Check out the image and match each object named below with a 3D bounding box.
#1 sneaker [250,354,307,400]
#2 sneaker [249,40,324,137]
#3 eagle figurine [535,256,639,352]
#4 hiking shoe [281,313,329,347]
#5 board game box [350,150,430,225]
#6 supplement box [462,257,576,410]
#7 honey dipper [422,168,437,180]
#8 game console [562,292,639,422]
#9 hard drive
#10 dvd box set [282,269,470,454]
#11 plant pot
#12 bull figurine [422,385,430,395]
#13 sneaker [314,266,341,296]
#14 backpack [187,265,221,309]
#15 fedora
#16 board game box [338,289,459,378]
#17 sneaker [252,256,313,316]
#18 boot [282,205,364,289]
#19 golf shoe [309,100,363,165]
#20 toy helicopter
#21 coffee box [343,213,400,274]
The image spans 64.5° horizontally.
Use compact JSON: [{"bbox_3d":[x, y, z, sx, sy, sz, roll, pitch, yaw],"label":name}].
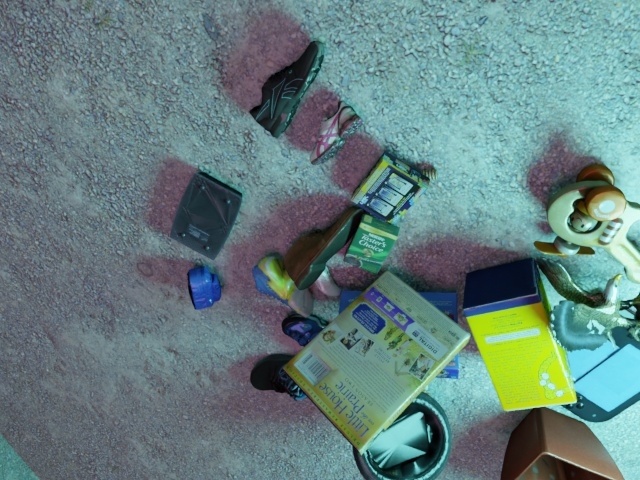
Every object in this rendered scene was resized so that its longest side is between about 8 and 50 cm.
[{"bbox_3d":[-0.106,0.474,1.744,0.340,0.140,0.125,-16,118,23],"label":"sneaker"},{"bbox_3d":[-0.085,-0.378,1.245,0.106,0.101,0.267,34,122,-5],"label":"sneaker"},{"bbox_3d":[0.691,0.168,1.293,0.298,0.226,0.225,6,92,2],"label":"eagle figurine"},{"bbox_3d":[0.006,0.345,1.641,0.304,0.132,0.113,28,123,-4],"label":"hiking shoe"},{"bbox_3d":[0.181,-0.133,1.337,0.141,0.048,0.170,31,135,-8],"label":"board game box"},{"bbox_3d":[0.548,0.261,1.401,0.195,0.194,0.357,-17,111,26],"label":"supplement box"},{"bbox_3d":[0.227,-0.168,1.341,0.160,0.030,0.031,-2,120,19],"label":"honey dipper"},{"bbox_3d":[0.822,0.363,1.499,0.342,0.060,0.387,30,122,-6],"label":"game console"},{"bbox_3d":[-0.339,-0.075,1.517,0.172,0.054,0.255,28,123,-5],"label":"hard drive"},{"bbox_3d":[0.150,0.312,1.378,0.307,0.420,0.062,38,162,31],"label":"dvd box set"},{"bbox_3d":[0.742,0.693,1.613,0.267,0.236,0.267,22,124,0],"label":"plant pot"},{"bbox_3d":[0.225,0.515,1.713,0.310,0.101,0.188,-24,116,28],"label":"bull figurine"},{"bbox_3d":[0.008,0.114,1.549,0.152,0.054,0.061,39,119,-10],"label":"sneaker"},{"bbox_3d":[-0.377,0.143,1.637,0.101,0.098,0.120,-16,120,-11],"label":"backpack"},{"bbox_3d":[0.240,0.624,1.611,0.334,0.334,0.152,34,161,-8],"label":"fedora"},{"bbox_3d":[0.223,0.268,1.478,0.346,0.233,0.078,0,146,14],"label":"board game box"},{"bbox_3d":[-0.124,0.149,1.597,0.126,0.091,0.240,-16,118,42],"label":"sneaker"},{"bbox_3d":[0.000,0.000,1.456,0.305,0.112,0.115,-49,66,20],"label":"boot"},{"bbox_3d":[0.028,-0.273,1.310,0.186,0.067,0.086,-45,76,31],"label":"golf shoe"},{"bbox_3d":[0.703,0.000,1.265,0.355,0.140,0.235,39,124,-13],"label":"toy helicopter"},{"bbox_3d":[0.141,0.013,1.436,0.113,0.040,0.184,22,139,0],"label":"coffee box"}]
